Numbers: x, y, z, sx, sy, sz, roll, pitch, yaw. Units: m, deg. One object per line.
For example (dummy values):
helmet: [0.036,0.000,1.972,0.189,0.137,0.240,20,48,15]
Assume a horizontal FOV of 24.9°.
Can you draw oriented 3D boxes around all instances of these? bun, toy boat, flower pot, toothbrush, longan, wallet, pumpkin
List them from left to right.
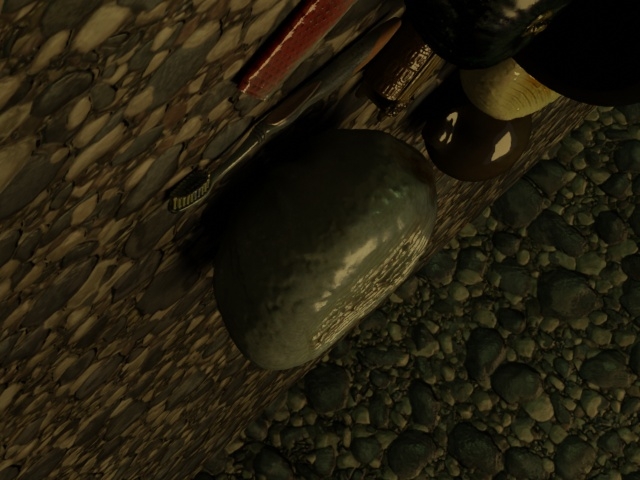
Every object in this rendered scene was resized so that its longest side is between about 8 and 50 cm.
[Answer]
toothbrush: [-0.036,-0.150,1.671,0.375,0.028,0.037,-41,161,-23]
wallet: [-0.010,-0.225,1.512,0.196,0.020,0.103,-47,170,10]
bun: [0.000,0.000,1.877,0.362,0.211,0.362,-42,171,-8]
toy boat: [0.126,-0.248,1.827,0.226,0.068,0.088,-50,163,23]
longan: [0.243,-0.180,2.304,0.204,0.159,0.185,-10,133,-39]
pumpkin: [0.203,-0.302,1.660,0.233,0.163,0.233,-41,169,-10]
bun: [0.312,-0.295,2.151,0.244,0.153,0.244,-24,160,-9]
flower pot: [0.403,-0.381,1.872,0.330,0.293,0.293,-47,172,-34]
